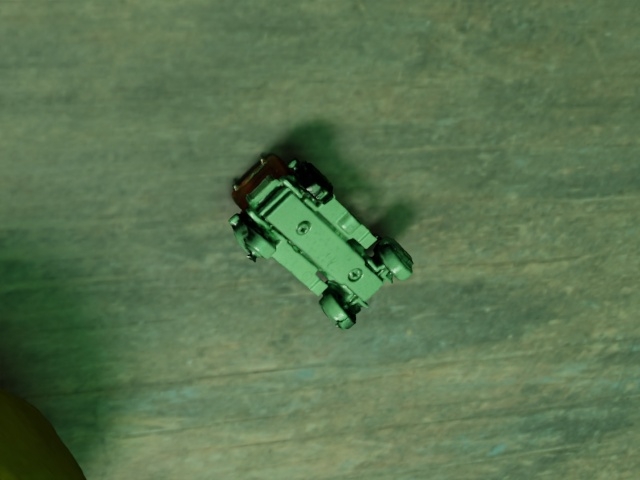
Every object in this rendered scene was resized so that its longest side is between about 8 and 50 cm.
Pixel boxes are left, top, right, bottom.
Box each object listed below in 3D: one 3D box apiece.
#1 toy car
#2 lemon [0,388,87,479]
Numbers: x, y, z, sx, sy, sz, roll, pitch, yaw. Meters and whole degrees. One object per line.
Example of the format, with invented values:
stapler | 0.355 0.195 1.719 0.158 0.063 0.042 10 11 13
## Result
toy car | 0.000 0.000 1.098 0.073 0.054 0.143 -45 133 6
lemon | -0.249 0.213 0.997 0.260 0.260 0.284 -17 116 -16
